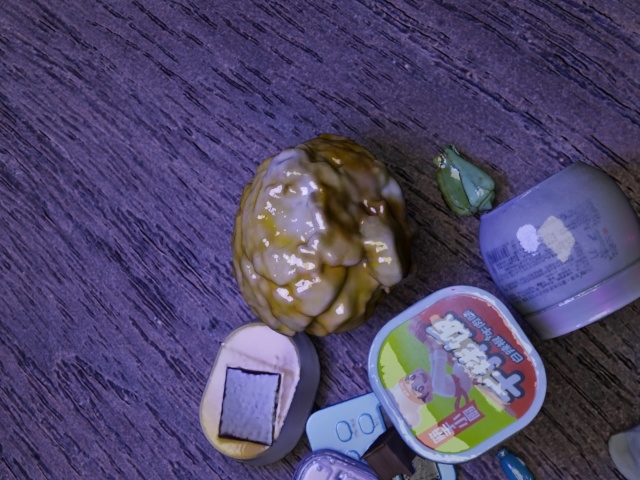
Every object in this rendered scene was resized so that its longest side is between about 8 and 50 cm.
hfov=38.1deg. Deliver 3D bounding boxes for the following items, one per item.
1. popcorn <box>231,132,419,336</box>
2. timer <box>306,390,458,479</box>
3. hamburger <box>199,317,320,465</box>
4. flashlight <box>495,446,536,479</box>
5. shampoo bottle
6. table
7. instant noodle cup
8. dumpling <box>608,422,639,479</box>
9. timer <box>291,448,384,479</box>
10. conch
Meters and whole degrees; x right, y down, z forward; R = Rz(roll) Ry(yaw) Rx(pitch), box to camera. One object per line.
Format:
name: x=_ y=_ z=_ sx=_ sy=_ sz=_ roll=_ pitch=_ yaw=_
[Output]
popcorn: x=-0.007 y=-0.003 z=1.700 sx=0.354 sy=0.390 sz=0.344 roll=-38 pitch=98 yaw=-10
timer: x=0.120 y=0.408 z=1.800 sx=0.249 sy=0.091 sz=0.232 roll=-21 pitch=80 yaw=10
hamburger: x=-0.120 y=0.298 z=1.846 sx=0.227 sy=0.151 sz=0.295 roll=21 pitch=86 yaw=18
flashlight: x=0.376 y=0.447 z=1.741 sx=0.051 sy=0.051 sz=0.129 roll=-43 pitch=72 yaw=9
shampoo bottle: x=0.434 y=0.020 z=1.642 sx=0.273 sy=0.273 sz=0.266 roll=-29 pitch=88 yaw=12
table: x=0.139 y=0.401 z=1.725 sx=0.082 sy=0.083 sz=0.070 roll=49 pitch=127 yaw=4
instant noodle cup: x=0.231 y=0.247 z=1.644 sx=0.293 sy=0.308 sz=0.294 roll=-1 pitch=77 yaw=4
dumpling: x=0.641 y=0.389 z=1.631 sx=0.252 sy=0.131 sz=0.179 roll=-15 pitch=94 yaw=24
timer: x=0.023 y=0.507 z=1.733 sx=0.190 sy=0.069 sz=0.209 roll=24 pitch=83 yaw=4
conch: x=0.270 y=-0.111 z=1.807 sx=0.105 sy=0.079 sz=0.170 roll=-41 pitch=61 yaw=4
